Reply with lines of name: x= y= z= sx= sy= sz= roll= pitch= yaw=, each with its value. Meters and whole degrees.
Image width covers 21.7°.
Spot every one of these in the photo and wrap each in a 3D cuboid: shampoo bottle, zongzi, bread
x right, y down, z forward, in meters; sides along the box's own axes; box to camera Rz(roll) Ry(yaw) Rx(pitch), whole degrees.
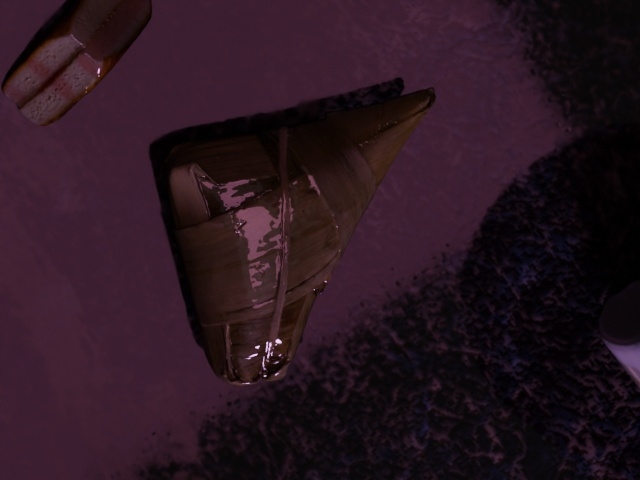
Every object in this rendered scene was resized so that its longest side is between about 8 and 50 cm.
shampoo bottle: x=0.270 y=0.130 z=1.111 sx=0.056 sy=0.086 sz=0.227 roll=-35 pitch=107 yaw=11
zongzi: x=0.000 y=0.000 z=1.039 sx=0.176 sy=0.078 sz=0.160 roll=-14 pitch=108 yaw=-13
bread: x=-0.141 y=-0.116 z=0.994 sx=0.043 sy=0.062 sz=0.109 roll=43 pitch=86 yaw=-15
